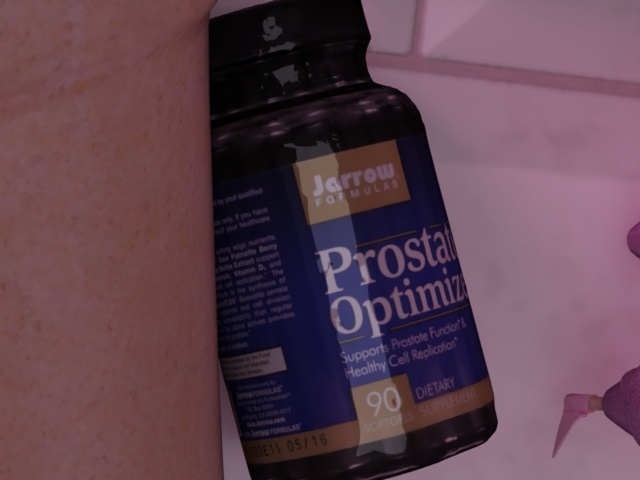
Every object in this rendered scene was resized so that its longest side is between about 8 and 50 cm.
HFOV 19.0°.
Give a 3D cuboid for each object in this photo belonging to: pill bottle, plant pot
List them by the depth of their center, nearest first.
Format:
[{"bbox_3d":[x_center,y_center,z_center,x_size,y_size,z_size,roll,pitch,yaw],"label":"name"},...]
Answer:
[{"bbox_3d":[-0.172,0.008,0.787,0.334,0.334,0.305,-12,109,-11],"label":"plant pot"},{"bbox_3d":[0.000,0.000,0.895,0.123,0.123,0.219,-15,90,-11],"label":"pill bottle"}]

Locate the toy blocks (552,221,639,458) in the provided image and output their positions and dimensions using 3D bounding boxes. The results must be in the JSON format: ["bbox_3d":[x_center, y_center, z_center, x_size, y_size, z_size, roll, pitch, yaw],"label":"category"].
[{"bbox_3d":[0.230,-0.026,0.891,0.309,0.260,0.288,32,73,-29],"label":"toy blocks"}]
